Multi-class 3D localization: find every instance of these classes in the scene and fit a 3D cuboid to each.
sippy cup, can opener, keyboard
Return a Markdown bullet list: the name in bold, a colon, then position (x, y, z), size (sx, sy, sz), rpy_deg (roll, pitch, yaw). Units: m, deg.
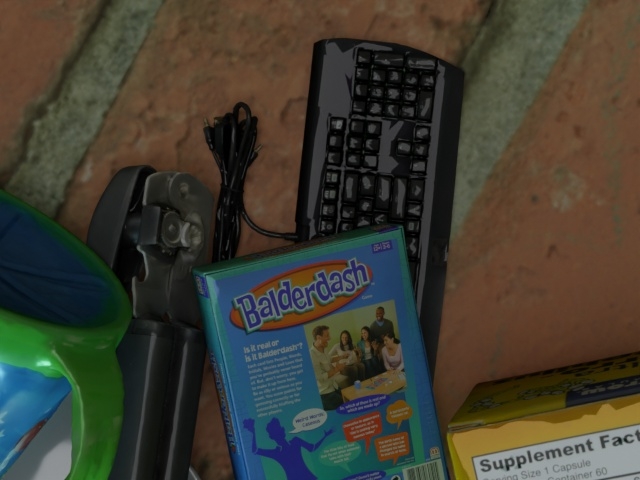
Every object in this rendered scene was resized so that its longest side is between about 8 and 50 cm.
- **sippy cup**: position (-0.287, 0.090, 1.244), size (0.240, 0.305, 0.224), rpy_deg (23, 106, -26)
- **can opener**: position (-0.138, 0.083, 1.325), size (0.095, 0.076, 0.283), rpy_deg (2, 81, 38)
- **keyboard**: position (0.000, 0.000, 1.366), size (0.201, 0.033, 0.317), rpy_deg (5, 92, 2)

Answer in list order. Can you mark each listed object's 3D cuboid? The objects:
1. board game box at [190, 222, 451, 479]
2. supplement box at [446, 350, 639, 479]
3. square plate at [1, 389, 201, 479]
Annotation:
- **board game box**: position (0.002, 0.105, 1.319), size (0.160, 0.047, 0.210), rpy_deg (-13, 98, -15)
- **supplement box**: position (0.233, 0.271, 1.276), size (0.194, 0.195, 0.356), rpy_deg (-12, 92, 12)
- **square plate**: position (-0.318, 0.160, 1.375), size (0.347, 0.049, 0.344), rpy_deg (-34, 90, 3)
